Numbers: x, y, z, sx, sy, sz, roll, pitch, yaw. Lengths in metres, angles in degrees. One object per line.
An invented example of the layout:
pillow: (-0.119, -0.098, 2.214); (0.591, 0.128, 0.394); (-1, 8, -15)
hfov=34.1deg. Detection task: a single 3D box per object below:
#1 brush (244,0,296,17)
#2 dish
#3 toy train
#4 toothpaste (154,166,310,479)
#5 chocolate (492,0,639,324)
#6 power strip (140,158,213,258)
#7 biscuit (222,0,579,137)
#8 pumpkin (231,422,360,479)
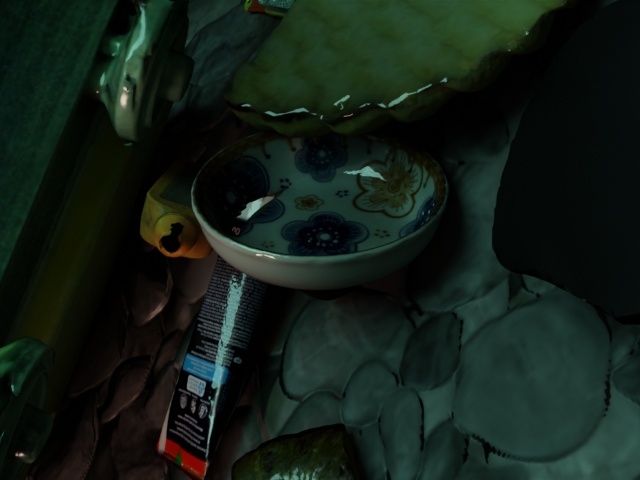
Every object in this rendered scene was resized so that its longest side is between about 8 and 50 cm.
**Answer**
brush: (-0.039, -0.183, 0.797); (0.083, 0.021, 0.019); (23, 86, 52)
dish: (0.000, 0.000, 0.591); (0.141, 0.078, 0.141); (-1, 35, 0)
toy train: (-0.212, 0.000, 0.680); (0.272, 0.179, 0.442); (118, 171, -74)
toothpaste: (-0.056, 0.050, 0.646); (0.071, 0.045, 0.194); (6, 74, 58)
chocolate: (0.144, -0.014, 0.443); (0.125, 0.080, 0.149); (-46, 45, 33)
power strip: (-0.082, -0.020, 0.655); (0.178, 0.049, 0.028); (-88, 17, -76)
biscuit: (0.076, -0.156, 0.607); (0.187, 0.036, 0.274); (22, 68, 44)
pumpkin: (-0.003, 0.143, 0.532); (0.073, 0.035, 0.101); (-30, 41, 15)
